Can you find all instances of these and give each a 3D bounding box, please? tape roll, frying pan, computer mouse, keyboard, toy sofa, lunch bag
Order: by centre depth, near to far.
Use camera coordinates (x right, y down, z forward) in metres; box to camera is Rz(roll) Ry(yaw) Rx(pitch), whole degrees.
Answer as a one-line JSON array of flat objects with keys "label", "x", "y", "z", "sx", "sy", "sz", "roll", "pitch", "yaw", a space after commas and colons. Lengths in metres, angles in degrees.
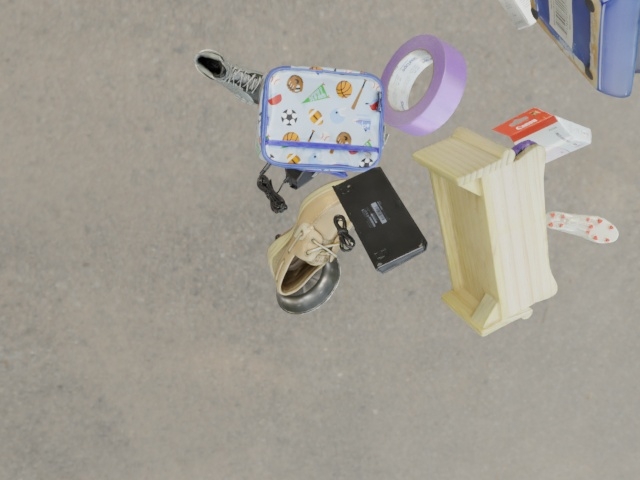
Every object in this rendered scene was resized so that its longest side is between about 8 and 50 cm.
[{"label": "keyboard", "x": 0.069, "y": -0.026, "z": 0.946, "sx": 0.108, "sy": 0.180, "sz": 0.023, "roll": -25, "pitch": 138, "yaw": 0}, {"label": "toy sofa", "x": 0.306, "y": -0.022, "z": 1.229, "sx": 0.177, "sy": 0.150, "sz": 0.362, "roll": -26, "pitch": 122, "yaw": -13}, {"label": "lunch bag", "x": 0.006, "y": -0.266, "z": 1.518, "sx": 0.304, "sy": 0.115, "sz": 0.242, "roll": 2, "pitch": 96, "yaw": -16}, {"label": "computer mouse", "x": -0.058, "y": -0.200, "z": 1.733, "sx": 0.060, "sy": 0.184, "sz": 0.262, "roll": 28, "pitch": 104, "yaw": -40}, {"label": "frying pan", "x": -0.044, "y": 0.055, "z": 1.786, "sx": 0.197, "sy": 0.326, "sz": 0.053, "roll": -24, "pitch": 135, "yaw": 18}, {"label": "tape roll", "x": 0.284, "y": -0.443, "z": 1.911, "sx": 0.090, "sy": 0.274, "sz": 0.274, "roll": 17, "pitch": 125, "yaw": -35}]

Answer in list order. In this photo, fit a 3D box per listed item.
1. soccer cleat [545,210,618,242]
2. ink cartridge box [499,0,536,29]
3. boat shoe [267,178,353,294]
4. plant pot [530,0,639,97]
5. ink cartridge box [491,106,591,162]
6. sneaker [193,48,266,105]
[{"label": "soccer cleat", "x": 0.696, "y": -0.041, "z": 1.794, "sx": 0.197, "sy": 0.076, "sz": 0.068, "roll": 15, "pitch": 97, "yaw": 10}, {"label": "ink cartridge box", "x": 0.517, "y": -0.693, "z": 1.564, "sx": 0.296, "sy": 0.066, "sz": 0.261, "roll": -40, "pitch": 105, "yaw": -6}, {"label": "boat shoe", "x": 0.000, "y": 0.000, "z": 1.370, "sx": 0.122, "sy": 0.110, "sz": 0.341, "roll": 8, "pitch": 145, "yaw": -27}, {"label": "plant pot", "x": 0.384, "y": -0.332, "z": 0.809, "sx": 0.212, "sy": 0.235, "sz": 0.236, "roll": -29, "pitch": 149, "yaw": 6}, {"label": "ink cartridge box", "x": 0.677, "y": -0.318, "z": 2.052, "sx": 0.233, "sy": 0.066, "sz": 0.189, "roll": 9, "pitch": 163, "yaw": -26}, {"label": "sneaker", "x": -0.202, "y": -0.382, "z": 1.585, "sx": 0.229, "sy": 0.132, "sz": 0.086, "roll": 23, "pitch": 101, "yaw": -5}]
